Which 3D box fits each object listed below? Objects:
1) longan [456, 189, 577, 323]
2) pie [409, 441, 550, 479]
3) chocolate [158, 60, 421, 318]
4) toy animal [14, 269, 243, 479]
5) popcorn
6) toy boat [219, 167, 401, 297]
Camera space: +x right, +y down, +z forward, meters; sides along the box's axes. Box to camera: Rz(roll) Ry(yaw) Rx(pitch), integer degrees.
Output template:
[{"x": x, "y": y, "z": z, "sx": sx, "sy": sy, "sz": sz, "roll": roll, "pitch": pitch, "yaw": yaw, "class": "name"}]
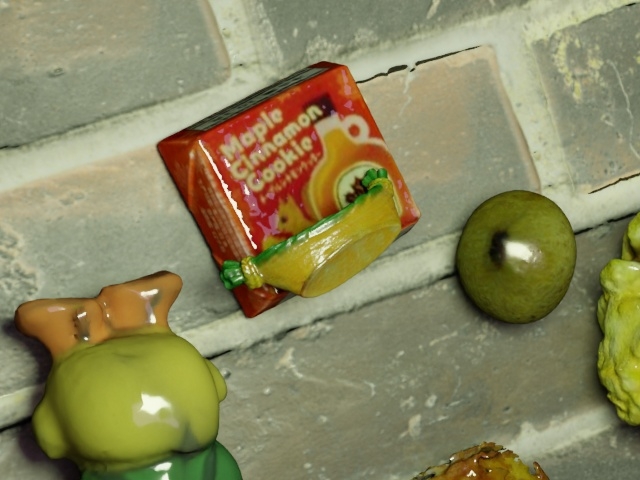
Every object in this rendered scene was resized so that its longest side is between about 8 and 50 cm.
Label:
[{"x": 0.239, "y": 0.021, "z": 2.030, "sx": 0.155, "sy": 0.145, "sz": 0.176, "roll": -55, "pitch": 146, "yaw": 7, "class": "longan"}, {"x": 0.180, "y": 0.386, "z": 1.996, "sx": 0.308, "sy": 0.085, "sz": 0.308, "roll": 4, "pitch": 79, "yaw": -19, "class": "pie"}, {"x": -0.028, "y": -0.065, "z": 1.955, "sx": 0.237, "sy": 0.108, "sz": 0.235, "roll": -27, "pitch": 94, "yaw": -18, "class": "chocolate"}, {"x": -0.191, "y": 0.206, "z": 1.826, "sx": 0.216, "sy": 0.191, "sz": 0.338, "roll": -16, "pitch": 91, "yaw": -20, "class": "toy animal"}, {"x": 0.440, "y": 0.109, "z": 2.042, "sx": 0.241, "sy": 0.235, "sz": 0.250, "roll": 16, "pitch": 59, "yaw": 6, "class": "popcorn"}, {"x": 0.000, "y": 0.000, "z": 1.867, "sx": 0.229, "sy": 0.089, "sz": 0.088, "roll": -34, "pitch": 59, "yaw": -20, "class": "toy boat"}]
